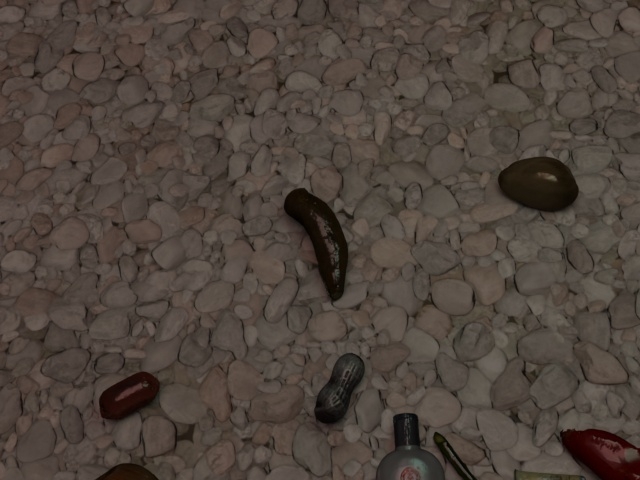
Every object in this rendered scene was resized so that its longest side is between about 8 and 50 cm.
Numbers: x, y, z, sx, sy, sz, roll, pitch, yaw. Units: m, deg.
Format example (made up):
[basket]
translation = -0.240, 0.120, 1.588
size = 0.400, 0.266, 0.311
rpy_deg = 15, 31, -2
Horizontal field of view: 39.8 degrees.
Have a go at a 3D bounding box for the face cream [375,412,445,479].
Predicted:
[face cream]
translation = 0.184, 0.496, 1.784
size = 0.143, 0.071, 0.291
rpy_deg = -3, 62, 4

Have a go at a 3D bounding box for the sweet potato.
[sweet potato]
translation = 0.004, 0.001, 2.058
size = 0.112, 0.085, 0.286
rpy_deg = -32, 71, 27

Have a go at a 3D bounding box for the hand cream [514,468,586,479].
[hand cream]
translation = 0.463, 0.491, 1.780
size = 0.143, 0.039, 0.061
rpy_deg = -2, 65, 10

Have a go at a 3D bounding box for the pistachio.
[pistachio]
translation = 0.509, -0.136, 2.060
size = 0.185, 0.126, 0.108
rpy_deg = 15, 23, 17

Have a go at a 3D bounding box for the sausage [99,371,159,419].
[sausage]
translation = -0.418, 0.338, 1.927
size = 0.141, 0.076, 0.076
rpy_deg = -26, 64, -7

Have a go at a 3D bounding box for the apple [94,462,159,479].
[apple]
translation = -0.395, 0.550, 1.744
size = 0.211, 0.211, 0.188
rpy_deg = -37, 92, -13

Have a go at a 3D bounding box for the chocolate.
[chocolate]
translation = 0.041, 0.317, 1.891
size = 0.072, 0.072, 0.167
rpy_deg = 21, 65, 16

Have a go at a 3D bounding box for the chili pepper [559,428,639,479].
[chili pepper]
translation = 0.644, 0.479, 1.732
size = 0.387, 0.110, 0.110
rpy_deg = 34, 71, 26

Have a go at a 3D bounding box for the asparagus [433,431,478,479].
[asparagus]
translation = 0.308, 0.482, 1.804
size = 0.034, 0.027, 0.236
rpy_deg = -43, 66, -3
